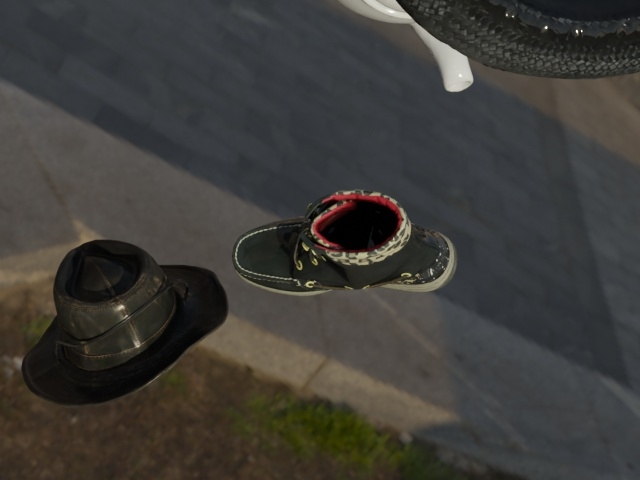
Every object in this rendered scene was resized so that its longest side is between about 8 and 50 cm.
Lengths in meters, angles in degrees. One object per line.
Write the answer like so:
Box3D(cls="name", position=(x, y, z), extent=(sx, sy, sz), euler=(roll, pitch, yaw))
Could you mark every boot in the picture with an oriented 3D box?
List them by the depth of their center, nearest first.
Box3D(cls="boot", position=(0.001, -0.002, 1.338), extent=(0.236, 0.085, 0.178), euler=(1, -13, 19))

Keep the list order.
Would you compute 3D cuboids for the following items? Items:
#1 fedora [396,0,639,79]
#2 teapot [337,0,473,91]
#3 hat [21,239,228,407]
Box3D(cls="fedora", position=(0.133, -0.256, 0.682), extent=(0.334, 0.334, 0.152), euler=(24, 18, -27))
Box3D(cls="teapot", position=(0.089, -0.318, 1.368), extent=(0.256, 0.252, 0.187), euler=(20, 32, -20))
Box3D(cls="hat", position=(-0.290, 0.079, 1.858), extent=(0.331, 0.331, 0.134), euler=(-86, 155, -60))
